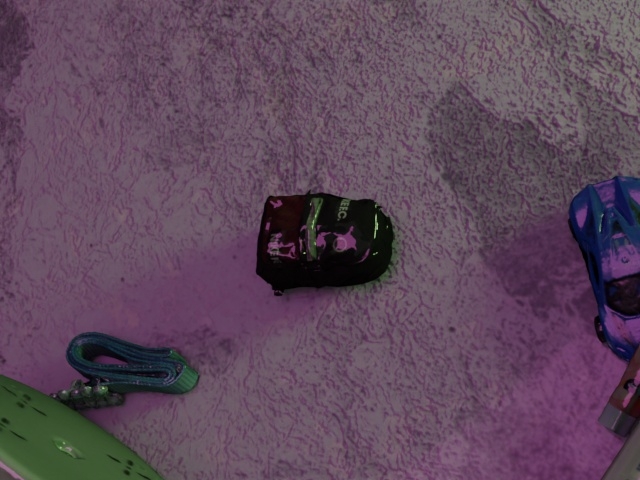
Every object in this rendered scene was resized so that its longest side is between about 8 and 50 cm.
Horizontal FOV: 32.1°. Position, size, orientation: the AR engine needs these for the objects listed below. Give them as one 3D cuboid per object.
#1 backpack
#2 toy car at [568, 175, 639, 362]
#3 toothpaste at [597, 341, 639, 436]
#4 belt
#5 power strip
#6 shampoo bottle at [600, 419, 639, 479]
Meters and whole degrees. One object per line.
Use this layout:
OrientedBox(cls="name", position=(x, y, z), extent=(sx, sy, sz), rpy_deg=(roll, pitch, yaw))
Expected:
OrientedBox(cls="backpack", position=(0.002, -0.004, 1.339), extent=(0.165, 0.106, 0.120), rpy_deg=(-9, 66, 23))
OrientedBox(cls="toy car", position=(0.335, 0.029, 1.215), extent=(0.103, 0.063, 0.216), rpy_deg=(-17, 68, 17))
OrientedBox(cls="toothpaste", position=(0.355, 0.109, 1.160), extent=(0.056, 0.036, 0.205), rpy_deg=(28, 97, 0))
OrientedBox(cls="belt", position=(-0.247, 0.174, 1.411), extent=(0.179, 0.065, 0.100), rpy_deg=(4, 65, 24))
OrientedBox(cls="power strip", position=(-0.318, 0.304, 1.252), extent=(0.357, 0.357, 0.161), rpy_deg=(33, 89, 28))
OrientedBox(cls="shampoo bottle", position=(0.426, 0.156, 1.130), extent=(0.134, 0.078, 0.359), rpy_deg=(34, 88, 18))
